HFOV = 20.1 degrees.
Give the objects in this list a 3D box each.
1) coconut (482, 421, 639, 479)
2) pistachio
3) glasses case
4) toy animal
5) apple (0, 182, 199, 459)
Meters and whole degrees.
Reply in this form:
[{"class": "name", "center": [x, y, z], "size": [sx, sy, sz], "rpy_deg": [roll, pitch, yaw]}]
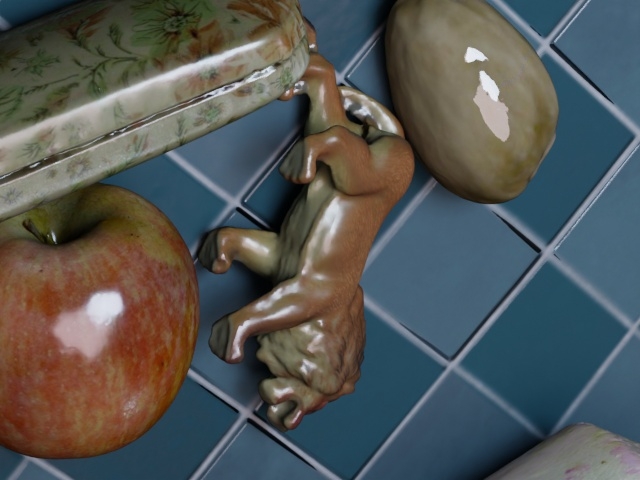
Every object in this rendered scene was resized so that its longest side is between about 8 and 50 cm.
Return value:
[{"class": "coconut", "center": [0.232, 0.303, 1.462], "size": [0.309, 0.297, 0.297], "rpy_deg": [-26, 117, -6]}, {"class": "pistachio", "center": [0.114, -0.113, 1.369], "size": [0.126, 0.108, 0.186], "rpy_deg": [-11, 113, 27]}, {"class": "glasses case", "center": [-0.208, -0.081, 1.210], "size": [0.425, 0.156, 0.098], "rpy_deg": [-24, 124, -13]}, {"class": "toy animal", "center": [0.000, 0.000, 1.376], "size": [0.157, 0.097, 0.312], "rpy_deg": [14, 101, -39]}, {"class": "apple", "center": [-0.178, 0.056, 1.258], "size": [0.188, 0.188, 0.174], "rpy_deg": [-9, 125, -19]}]
